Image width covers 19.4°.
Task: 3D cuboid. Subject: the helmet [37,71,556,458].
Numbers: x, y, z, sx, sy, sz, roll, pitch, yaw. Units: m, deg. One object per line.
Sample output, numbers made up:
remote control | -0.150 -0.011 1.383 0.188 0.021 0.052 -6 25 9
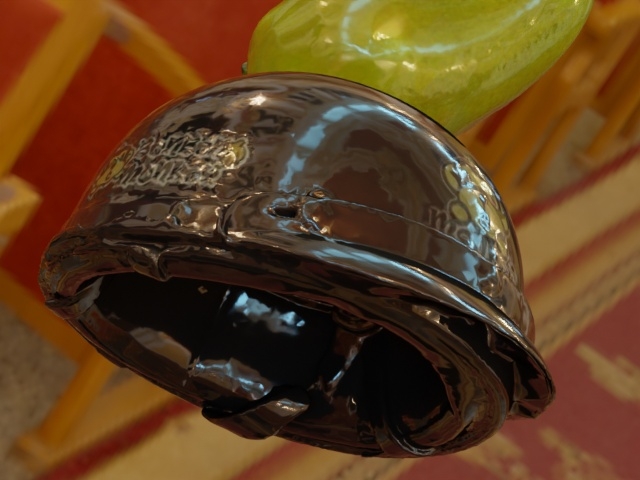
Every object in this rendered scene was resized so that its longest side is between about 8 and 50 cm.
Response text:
helmet | 0.000 0.000 0.942 0.230 0.279 0.160 40 56 -37

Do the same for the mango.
mango | 0.071 -0.145 1.391 0.273 0.185 0.149 -25 96 -26
